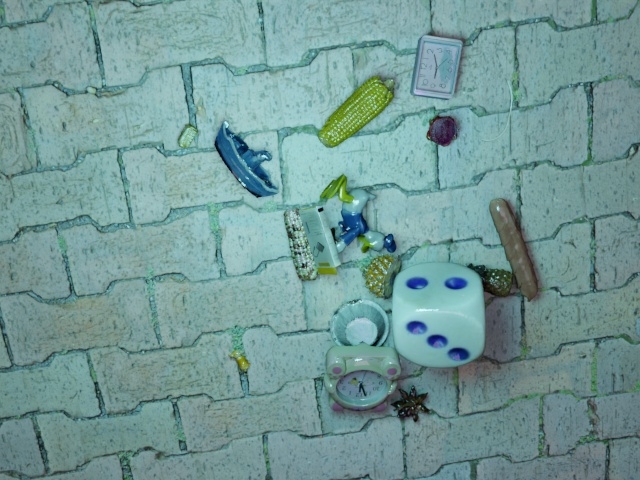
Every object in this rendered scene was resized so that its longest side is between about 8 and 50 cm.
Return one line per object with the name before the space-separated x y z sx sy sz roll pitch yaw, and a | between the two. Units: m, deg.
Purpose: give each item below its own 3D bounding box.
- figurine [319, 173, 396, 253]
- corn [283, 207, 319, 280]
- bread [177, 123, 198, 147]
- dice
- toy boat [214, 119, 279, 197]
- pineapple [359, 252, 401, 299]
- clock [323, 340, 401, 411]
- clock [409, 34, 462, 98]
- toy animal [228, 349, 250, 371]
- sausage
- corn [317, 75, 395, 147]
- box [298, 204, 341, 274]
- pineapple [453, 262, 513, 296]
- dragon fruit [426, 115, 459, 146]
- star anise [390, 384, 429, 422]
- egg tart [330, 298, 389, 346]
figurine | 0.127 -0.037 1.812 0.338 0.204 0.284 32 100 -12
corn | -0.071 0.019 1.873 0.092 0.092 0.281 -15 97 1
bread | -0.471 -0.367 1.797 0.049 0.034 0.088 26 105 -22
dice | 0.414 0.256 1.786 0.304 0.304 0.277 -2 121 14
toy boat | -0.247 -0.284 1.774 0.142 0.129 0.309 -34 100 17
pineapple | 0.207 0.123 1.887 0.136 0.161 0.176 19 131 26
clock | 0.153 0.533 1.935 0.283 0.114 0.310 1 123 -3
clock | 0.402 -0.596 1.761 0.150 0.063 0.197 7 102 -3
toy animal | -0.314 0.461 1.968 0.060 0.081 0.083 -24 122 6
sausage | 0.729 0.035 1.902 0.087 0.088 0.433 -23 102 3
corn | 0.126 -0.443 1.760 0.322 0.119 0.119 -44 100 12
box | 0.000 0.000 1.790 0.033 0.129 0.247 -22 100 -31
pineapple | 0.598 0.147 1.915 0.237 0.111 0.119 13 75 3
dragon fruit | 0.427 -0.393 1.809 0.126 0.068 0.112 -3 119 -15
star anise | 0.365 0.656 2.042 0.167 0.057 0.168 -3 103 -11
egg tart | 0.152 0.336 1.944 0.234 0.094 0.234 -1 105 -3
